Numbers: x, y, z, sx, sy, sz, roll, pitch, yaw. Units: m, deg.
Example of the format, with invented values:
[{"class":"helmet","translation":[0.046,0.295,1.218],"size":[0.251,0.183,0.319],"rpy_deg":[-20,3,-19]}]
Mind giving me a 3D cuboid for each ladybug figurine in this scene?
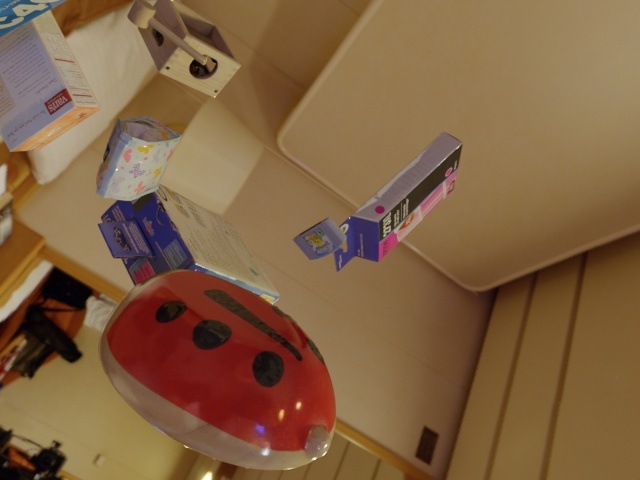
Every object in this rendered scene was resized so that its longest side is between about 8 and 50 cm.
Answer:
[{"class":"ladybug figurine","translation":[-0.152,0.174,0.826],"size":[0.305,0.450,0.161],"rpy_deg":[-6,117,-55]}]

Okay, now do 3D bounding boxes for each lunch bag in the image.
[{"class":"lunch bag","translation":[-0.185,-0.082,0.522],"size":[0.071,0.053,0.083],"rpy_deg":[-60,-179,22]}]

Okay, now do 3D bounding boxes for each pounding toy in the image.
[{"class":"pounding toy","translation":[-0.247,-0.324,0.897],"size":[0.094,0.206,0.181],"rpy_deg":[-42,-120,24]}]

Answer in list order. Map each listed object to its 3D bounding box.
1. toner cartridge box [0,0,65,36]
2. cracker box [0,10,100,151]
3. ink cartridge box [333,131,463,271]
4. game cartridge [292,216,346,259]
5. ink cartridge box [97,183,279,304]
[{"class":"toner cartridge box","translation":[-0.409,-0.306,0.631],"size":[0.348,0.075,0.165],"rpy_deg":[-14,-165,21]},{"class":"cracker box","translation":[-0.482,-0.281,0.858],"size":[0.156,0.232,0.067],"rpy_deg":[-24,-177,20]},{"class":"ink cartridge box","translation":[0.177,-0.073,1.203],"size":[0.371,0.069,0.175],"rpy_deg":[-40,153,-17]},{"class":"game cartridge","translation":[0.000,0.000,0.880],"size":[0.083,0.056,0.017],"rpy_deg":[-30,-159,34]},{"class":"ink cartridge box","translation":[-0.299,0.031,1.178],"size":[0.151,0.270,0.395],"rpy_deg":[-42,150,7]}]
